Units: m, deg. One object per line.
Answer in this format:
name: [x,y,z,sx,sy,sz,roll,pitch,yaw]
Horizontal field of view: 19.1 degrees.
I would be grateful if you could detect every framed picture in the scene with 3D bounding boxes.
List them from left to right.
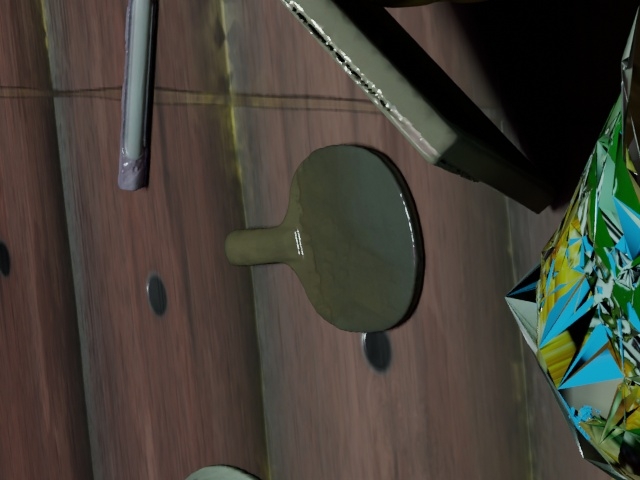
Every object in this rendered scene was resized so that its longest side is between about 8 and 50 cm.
framed picture: [0.013,-0.117,0.975,0.022,0.335,0.247,-44,79,8]

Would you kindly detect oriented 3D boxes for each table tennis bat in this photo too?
table tennis bat: [0.000,0.000,1.334,0.234,0.022,0.131,-3,97,57]

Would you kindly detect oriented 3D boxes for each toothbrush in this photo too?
toothbrush: [-0.142,-0.205,1.499,0.029,0.024,0.354,-135,45,-54]

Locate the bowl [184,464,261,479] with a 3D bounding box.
bowl: [-0.113,0.355,1.492,0.337,0.157,0.337,22,116,54]

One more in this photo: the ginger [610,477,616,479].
ginger: [0.212,0.132,0.980,0.214,0.059,0.133,-53,50,49]

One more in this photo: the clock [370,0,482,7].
clock: [0.049,-0.267,0.960,0.317,0.244,0.200,56,138,40]

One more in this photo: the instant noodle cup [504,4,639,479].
instant noodle cup: [0.204,0.009,0.819,0.240,0.240,0.178,65,156,22]
